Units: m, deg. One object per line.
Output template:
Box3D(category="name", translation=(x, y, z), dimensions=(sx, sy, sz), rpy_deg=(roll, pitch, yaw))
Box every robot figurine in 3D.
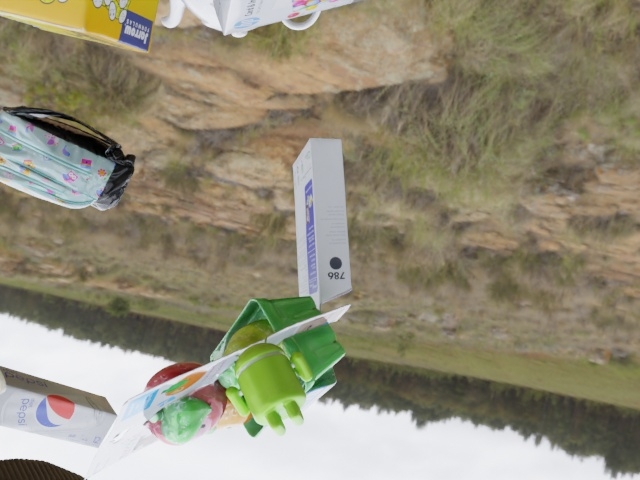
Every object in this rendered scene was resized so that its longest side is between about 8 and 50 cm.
Box3D(category="robot figurine", translation=(-0.060, 0.172, 0.759), dimensions=(0.115, 0.101, 0.067), rpy_deg=(58, 175, 31))

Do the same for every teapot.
Box3D(category="teapot", translation=(-0.166, -0.501, 1.275), dimensions=(0.253, 0.187, 0.256), rpy_deg=(-29, -135, -26))

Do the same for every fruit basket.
Box3D(category="fruit basket", translation=(-0.145, 0.227, 0.920), dimensions=(0.353, 0.327, 0.165), rpy_deg=(-26, -108, -40))

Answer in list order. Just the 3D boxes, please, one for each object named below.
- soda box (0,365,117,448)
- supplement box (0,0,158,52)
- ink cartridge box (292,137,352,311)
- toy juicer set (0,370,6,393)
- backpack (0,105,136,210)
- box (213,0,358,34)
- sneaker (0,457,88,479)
Box3D(category="soda box", translation=(-0.604, 0.369, 1.406), dimensions=(0.286, 0.091, 0.098), rpy_deg=(32, 177, -38))
Box3D(category="supplement box", translation=(-0.329, -0.465, 0.868), dimensions=(0.196, 0.356, 0.194), rpy_deg=(15, -169, 8))
Box3D(category="ink cartridge box", translation=(0.000, 0.000, 1.129), dimensions=(0.065, 0.332, 0.165), rpy_deg=(1, 170, -14))
Box3D(category="toy juicer set", translation=(-0.391, 0.000, 0.543), dimensions=(0.209, 0.328, 0.089), rpy_deg=(32, -133, 22))
Box3D(category="backpack", translation=(-0.360, -0.110, 0.872), dimensions=(0.182, 0.115, 0.152), rpy_deg=(24, 173, -26))
Box3D(category="box", translation=(0.006, -0.235, 0.537), dimensions=(0.186, 0.038, 0.145), rpy_deg=(-17, -177, -12))
Box3D(category="sneaker", translation=(-0.532, 0.442, 1.028), dimensions=(0.331, 0.146, 0.122), rpy_deg=(17, -179, -35))
